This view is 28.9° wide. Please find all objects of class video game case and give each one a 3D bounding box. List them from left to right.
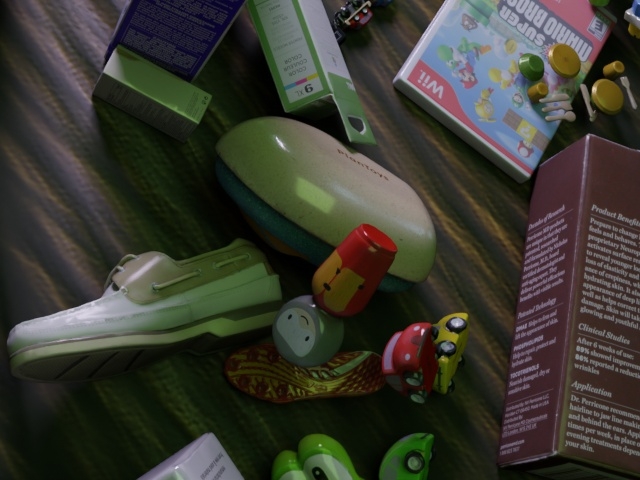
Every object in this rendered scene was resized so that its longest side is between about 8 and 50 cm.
[{"bbox_3d":[0.236,-0.237,1.552,0.204,0.025,0.285,37,64,-9],"label":"video game case"}]

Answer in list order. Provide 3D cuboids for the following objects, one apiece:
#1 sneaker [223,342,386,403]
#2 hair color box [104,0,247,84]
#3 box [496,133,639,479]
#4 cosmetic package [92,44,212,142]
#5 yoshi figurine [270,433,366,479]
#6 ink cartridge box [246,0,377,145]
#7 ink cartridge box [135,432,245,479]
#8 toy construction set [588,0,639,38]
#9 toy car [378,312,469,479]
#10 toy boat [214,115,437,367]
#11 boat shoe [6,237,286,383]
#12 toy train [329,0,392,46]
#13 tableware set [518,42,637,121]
[{"bbox_3d":[-0.015,0.144,1.313,0.175,0.067,0.064,5,78,-4],"label":"sneaker"},{"bbox_3d":[-0.111,-0.304,1.251,0.110,0.339,0.185,24,66,-15],"label":"hair color box"},{"bbox_3d":[0.333,0.092,1.427,0.191,0.143,0.382,18,69,-16],"label":"box"},{"bbox_3d":[-0.181,-0.157,1.334,0.115,0.060,0.041,29,64,-14],"label":"cosmetic package"},{"bbox_3d":[0.058,0.362,1.201,0.203,0.203,0.362,-34,86,-21],"label":"yoshi figurine"},{"bbox_3d":[-0.013,-0.192,1.380,0.062,0.109,0.209,-22,84,16],"label":"ink cartridge box"},{"bbox_3d":[-0.111,0.414,1.062,0.285,0.166,0.395,-34,89,6],"label":"ink cartridge box"},{"bbox_3d":[0.456,-0.384,1.606,0.215,0.151,0.327,31,40,25],"label":"toy construction set"},{"bbox_3d":[0.097,0.187,1.312,0.053,0.239,0.225,11,94,18],"label":"toy car"},{"bbox_3d":[0.000,0.000,1.263,0.267,0.318,0.148,30,109,-17],"label":"toy boat"},{"bbox_3d":[-0.176,0.068,1.243,0.302,0.113,0.103,-8,73,-37],"label":"boat shoe"},{"bbox_3d":[0.042,-0.269,1.480,0.036,0.027,0.158,48,63,-7],"label":"toy train"},{"bbox_3d":[0.318,-0.196,1.547,0.154,0.024,0.104,-11,78,-27],"label":"tableware set"}]
